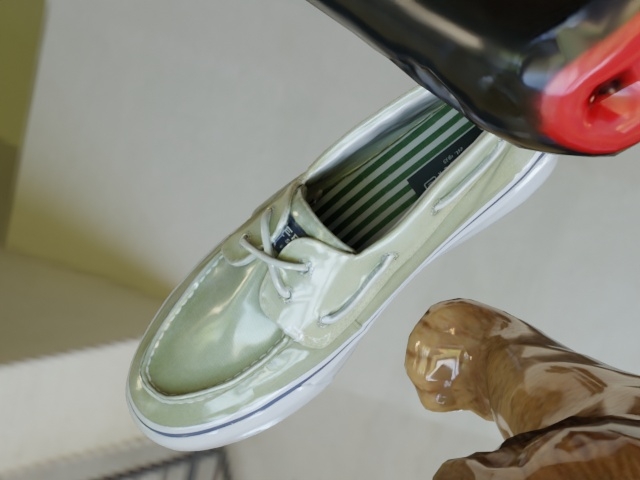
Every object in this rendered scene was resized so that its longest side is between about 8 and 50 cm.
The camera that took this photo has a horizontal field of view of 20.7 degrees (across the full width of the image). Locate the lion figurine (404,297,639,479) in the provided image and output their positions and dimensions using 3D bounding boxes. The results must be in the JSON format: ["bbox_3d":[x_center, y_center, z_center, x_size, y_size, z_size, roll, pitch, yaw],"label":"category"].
[{"bbox_3d":[0.160,0.061,0.398,0.392,0.142,0.240,-25,-165,-5],"label":"lion figurine"}]

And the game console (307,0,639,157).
[{"bbox_3d":[0.058,-0.221,0.440,0.386,0.342,0.060,41,179,44],"label":"game console"}]

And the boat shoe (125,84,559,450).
[{"bbox_3d":[0.000,0.000,0.983,0.109,0.302,0.094,51,-175,27],"label":"boat shoe"}]
